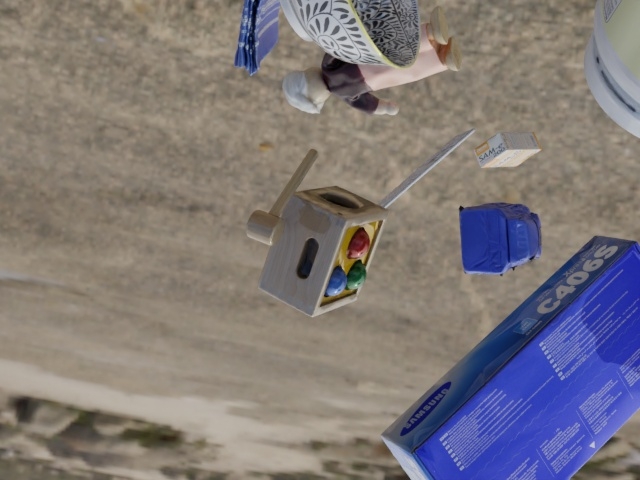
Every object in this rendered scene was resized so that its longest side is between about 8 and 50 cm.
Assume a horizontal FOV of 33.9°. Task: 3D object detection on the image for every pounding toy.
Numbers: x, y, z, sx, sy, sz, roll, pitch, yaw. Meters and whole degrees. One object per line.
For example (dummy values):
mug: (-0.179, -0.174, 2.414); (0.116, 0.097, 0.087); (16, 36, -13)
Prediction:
pounding toy: (0.000, -0.008, 1.230); (0.094, 0.181, 0.206); (26, -162, 22)

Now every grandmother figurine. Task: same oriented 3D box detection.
grandmother figurine: (0.087, -0.316, 1.963); (0.342, 0.104, 0.208); (-13, 120, 23)

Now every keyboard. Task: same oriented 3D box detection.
keyboard: (0.136, -0.090, 1.605); (0.014, 0.256, 0.072); (50, 162, -2)

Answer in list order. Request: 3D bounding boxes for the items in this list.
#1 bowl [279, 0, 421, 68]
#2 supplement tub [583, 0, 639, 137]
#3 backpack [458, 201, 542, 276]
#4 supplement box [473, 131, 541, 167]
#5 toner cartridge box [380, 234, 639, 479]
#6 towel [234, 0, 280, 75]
bowl: (0.014, -0.215, 0.889); (0.080, 0.170, 0.170); (-15, 155, 27)
supplement tub: (0.434, -0.266, 1.109); (0.235, 0.235, 0.325); (11, 151, -5)
backpack: (0.250, -0.001, 1.424); (0.101, 0.098, 0.120); (5, -173, 28)
supplement box: (0.312, -0.151, 1.745); (0.098, 0.036, 0.062); (-6, 158, -42)
toner cartridge box: (0.246, 0.166, 1.156); (0.165, 0.348, 0.075); (56, 164, -18)
towel: (-0.066, -0.438, 1.604); (0.040, 0.336, 0.243); (13, -157, 3)
